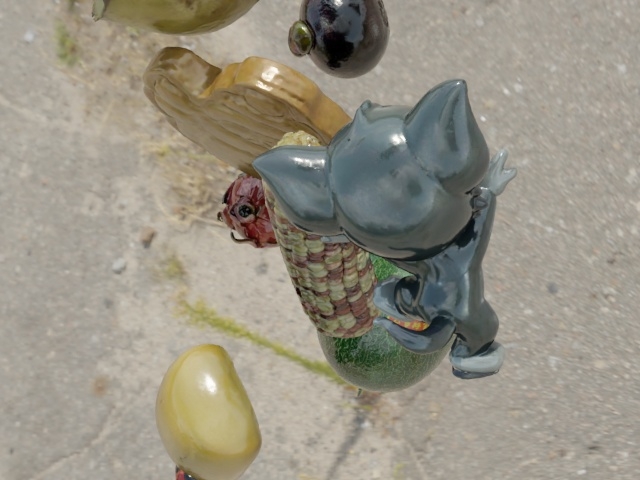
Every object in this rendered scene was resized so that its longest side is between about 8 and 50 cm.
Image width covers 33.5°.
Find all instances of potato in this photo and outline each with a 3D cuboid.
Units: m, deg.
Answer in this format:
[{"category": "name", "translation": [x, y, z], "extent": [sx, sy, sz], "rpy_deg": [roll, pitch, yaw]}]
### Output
[{"category": "potato", "translation": [-0.155, -0.336, 1.222], "extent": [0.242, 0.242, 0.285], "rpy_deg": [-67, 19, 0]}]

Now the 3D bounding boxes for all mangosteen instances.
[{"category": "mangosteen", "translation": [0.022, -0.297, 1.488], "extent": [0.152, 0.152, 0.152], "rpy_deg": [-6, 76, 26]}]

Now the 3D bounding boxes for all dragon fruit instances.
[{"category": "dragon fruit", "translation": [-0.074, -0.047, 1.521], "extent": [0.133, 0.166, 0.136], "rpy_deg": [37, 110, 8]}]

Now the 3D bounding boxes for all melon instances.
[{"category": "melon", "translation": [0.085, 0.065, 1.260], "extent": [0.182, 0.182, 0.288], "rpy_deg": [33, 121, 29]}]

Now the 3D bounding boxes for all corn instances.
[{"category": "corn", "translation": [0.000, 0.000, 1.027], "extent": [0.086, 0.253, 0.086], "rpy_deg": [-9, 47, 10]}]

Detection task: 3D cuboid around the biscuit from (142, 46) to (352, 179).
[{"category": "biscuit", "translation": [-0.068, -0.128, 1.295], "extent": [0.312, 0.351, 0.057], "rpy_deg": [19, 76, 19]}]

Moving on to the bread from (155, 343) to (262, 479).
[{"category": "bread", "translation": [-0.131, 0.201, 1.179], "extent": [0.098, 0.217, 0.147], "rpy_deg": [-25, 73, -15]}]

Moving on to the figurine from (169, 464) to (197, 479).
[{"category": "figurine", "translation": [-0.164, 0.309, 1.350], "extent": [0.140, 0.075, 0.068], "rpy_deg": [-48, 48, -4]}]

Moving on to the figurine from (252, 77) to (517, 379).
[{"category": "figurine", "translation": [0.069, 0.003, 0.889], "extent": [0.193, 0.140, 0.265], "rpy_deg": [-7, 103, 25]}]
